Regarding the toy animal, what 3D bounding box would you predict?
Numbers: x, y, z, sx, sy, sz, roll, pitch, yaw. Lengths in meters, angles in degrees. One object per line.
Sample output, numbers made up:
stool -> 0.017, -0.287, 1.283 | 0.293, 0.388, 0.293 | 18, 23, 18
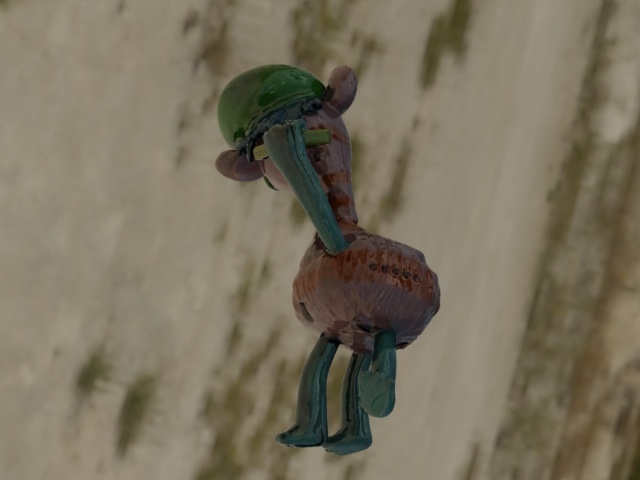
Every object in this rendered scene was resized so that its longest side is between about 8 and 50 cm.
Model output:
toy animal -> 0.000, 0.000, 0.974 | 0.103, 0.100, 0.208 | 53, 24, -58
